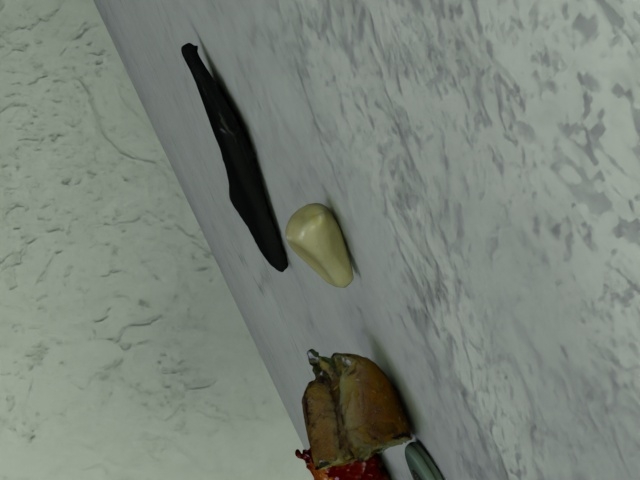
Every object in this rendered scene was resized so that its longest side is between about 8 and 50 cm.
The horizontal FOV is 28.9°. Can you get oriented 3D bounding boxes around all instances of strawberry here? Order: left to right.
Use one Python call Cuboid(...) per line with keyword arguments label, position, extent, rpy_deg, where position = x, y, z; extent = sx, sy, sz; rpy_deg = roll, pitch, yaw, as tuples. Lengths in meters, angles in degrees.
Cuboid(label="strawberry", position=(0.039, 0.288, 1.445), extent=(0.145, 0.086, 0.145), rpy_deg=(62, 173, 12))

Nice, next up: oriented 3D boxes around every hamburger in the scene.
Cuboid(label="hamburger", position=(0.031, 0.140, 1.072), extent=(0.176, 0.087, 0.102), rpy_deg=(46, -145, -80))

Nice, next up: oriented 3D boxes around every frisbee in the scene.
Cuboid(label="frisbee", position=(0.101, 0.226, 1.079), extent=(0.110, 0.014, 0.110), rpy_deg=(63, 172, 16))

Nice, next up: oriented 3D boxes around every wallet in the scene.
Cuboid(label="wallet", position=(-0.094, -0.085, 1.395), extent=(0.146, 0.030, 0.285), rpy_deg=(57, 170, 34))

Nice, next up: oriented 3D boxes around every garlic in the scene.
Cuboid(label="garlic", position=(0.000, 0.001, 0.975), extent=(0.053, 0.041, 0.083), rpy_deg=(37, 162, 48))
